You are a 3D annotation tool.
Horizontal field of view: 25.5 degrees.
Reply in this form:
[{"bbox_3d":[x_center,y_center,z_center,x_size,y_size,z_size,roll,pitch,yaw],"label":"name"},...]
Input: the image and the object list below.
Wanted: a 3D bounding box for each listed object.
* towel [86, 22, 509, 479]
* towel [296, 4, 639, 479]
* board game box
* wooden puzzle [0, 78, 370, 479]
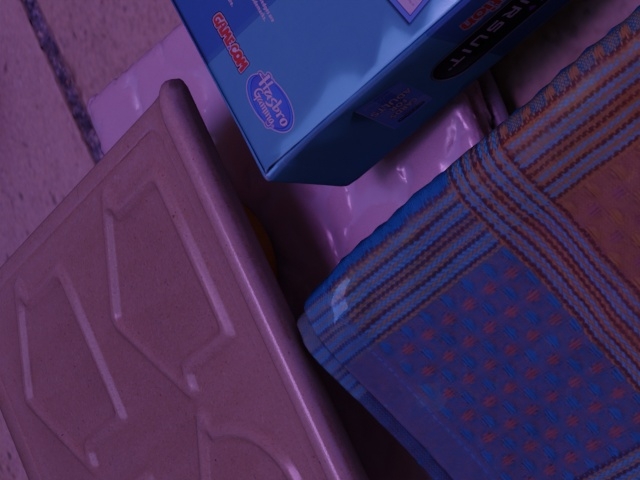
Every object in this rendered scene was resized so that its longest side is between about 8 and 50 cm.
[{"bbox_3d":[0.000,0.000,0.852,0.317,0.053,0.331,-30,76,44],"label":"towel"},{"bbox_3d":[0.175,0.042,0.620,0.271,0.040,0.370,48,132,1],"label":"towel"},{"bbox_3d":[0.052,-0.225,0.690,0.336,0.079,0.253,-39,68,28],"label":"board game box"},{"bbox_3d":[-0.084,0.116,0.875,0.348,0.081,0.322,-41,68,47],"label":"wooden puzzle"}]
